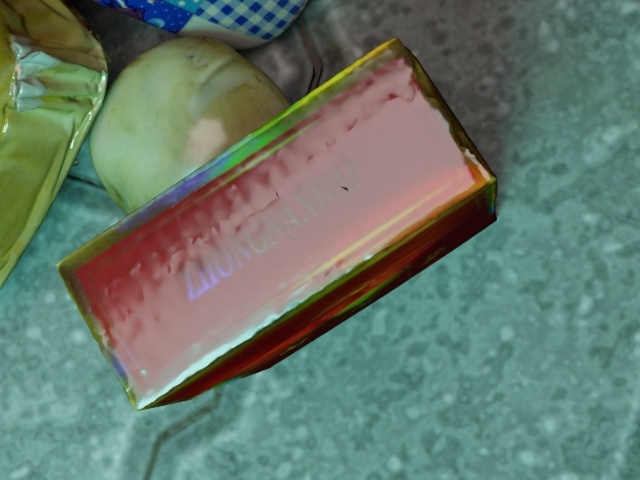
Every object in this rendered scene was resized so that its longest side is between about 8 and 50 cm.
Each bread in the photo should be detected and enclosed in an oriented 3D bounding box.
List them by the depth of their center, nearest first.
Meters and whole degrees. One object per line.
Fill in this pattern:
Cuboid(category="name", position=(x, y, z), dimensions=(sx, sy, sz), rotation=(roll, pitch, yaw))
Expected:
Cuboid(category="bread", position=(-0.247, -0.061, 0.794), dimensions=(0.136, 0.107, 0.241), rotation=(48, 116, 26))

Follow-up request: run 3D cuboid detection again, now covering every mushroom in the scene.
Cuboid(category="mushroom", position=(-0.084, -0.065, 0.808), dimensions=(0.148, 0.112, 0.148), rotation=(0, 89, 10))

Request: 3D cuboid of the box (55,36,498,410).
Cuboid(category="box", position=(-0.001, 0.000, 0.692), dimensions=(0.197, 0.313, 0.089), rotation=(-32, 83, 6))

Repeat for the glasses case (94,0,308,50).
Cuboid(category="glasses case", position=(-0.150, -0.225, 0.771), dimensions=(0.327, 0.076, 0.125), rotation=(22, 119, -22))
